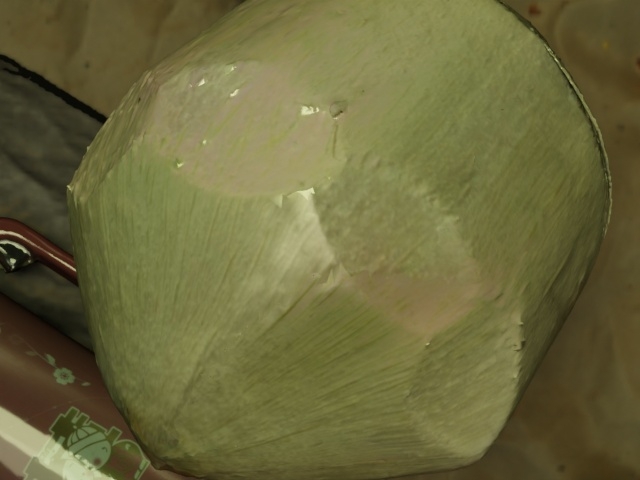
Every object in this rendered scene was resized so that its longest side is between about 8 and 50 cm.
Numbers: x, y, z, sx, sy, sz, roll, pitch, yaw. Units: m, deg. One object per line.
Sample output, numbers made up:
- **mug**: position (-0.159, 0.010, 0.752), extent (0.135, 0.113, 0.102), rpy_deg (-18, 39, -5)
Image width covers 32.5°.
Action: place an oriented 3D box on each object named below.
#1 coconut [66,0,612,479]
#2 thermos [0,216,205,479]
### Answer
- **coconut**: position (0.000, 0.000, 0.462), extent (0.234, 0.224, 0.224), rpy_deg (-40, 91, -28)
- **thermos**: position (-0.158, 0.079, 0.564), extent (0.330, 0.109, 0.136), rpy_deg (32, 100, 2)
